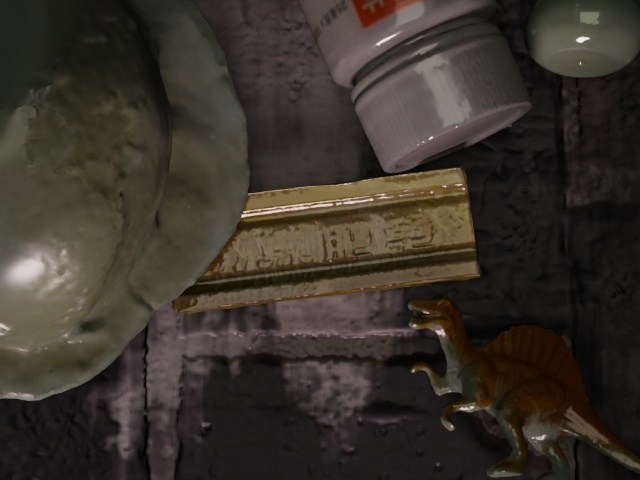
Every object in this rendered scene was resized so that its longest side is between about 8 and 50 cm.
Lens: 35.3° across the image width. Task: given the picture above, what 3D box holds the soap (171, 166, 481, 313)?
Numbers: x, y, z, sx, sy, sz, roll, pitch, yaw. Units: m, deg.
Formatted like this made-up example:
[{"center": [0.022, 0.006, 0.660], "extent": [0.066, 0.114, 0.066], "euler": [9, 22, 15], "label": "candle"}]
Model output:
[{"center": [0.000, 0.000, 0.818], "extent": [0.252, 0.037, 0.092], "euler": [-7, 84, 3], "label": "soap"}]

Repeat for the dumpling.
[{"center": [-0.193, -0.058, 0.704], "extent": [0.270, 0.212, 0.321], "euler": [33, 97, -1], "label": "dumpling"}]

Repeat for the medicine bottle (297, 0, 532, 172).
[{"center": [0.056, -0.188, 0.779], "extent": [0.144, 0.144, 0.252], "euler": [-21, 86, 1], "label": "medicine bottle"}]

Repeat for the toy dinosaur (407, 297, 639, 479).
[{"center": [0.170, 0.122, 0.802], "extent": [0.212, 0.057, 0.142], "euler": [6, 66, -8], "label": "toy dinosaur"}]

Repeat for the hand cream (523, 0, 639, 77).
[{"center": [0.226, -0.284, 0.815], "extent": [0.147, 0.093, 0.306], "euler": [8, 76, 3], "label": "hand cream"}]
